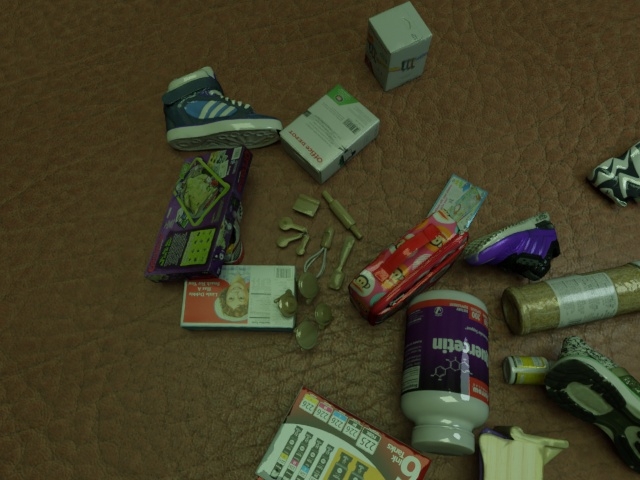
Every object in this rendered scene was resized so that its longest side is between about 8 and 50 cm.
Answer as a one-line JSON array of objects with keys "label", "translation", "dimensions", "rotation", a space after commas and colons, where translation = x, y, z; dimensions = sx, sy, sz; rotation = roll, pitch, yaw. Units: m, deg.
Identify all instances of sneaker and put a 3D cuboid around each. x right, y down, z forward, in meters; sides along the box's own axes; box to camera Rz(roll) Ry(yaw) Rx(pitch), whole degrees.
[{"label": "sneaker", "translation": [0.829, -0.169, 1.346], "dimensions": [0.235, 0.094, 0.153], "rotation": [-28, 75, -8]}, {"label": "sneaker", "translation": [-0.263, -0.373, 1.412], "dimensions": [0.323, 0.130, 0.236], "rotation": [-4, 76, 5]}, {"label": "sneaker", "translation": [0.473, 0.033, 1.244], "dimensions": [0.294, 0.102, 0.146], "rotation": [-18, 82, -30]}, {"label": "sneaker", "translation": [-0.239, -0.052, 1.326], "dimensions": [0.088, 0.092, 0.225], "rotation": [-14, 71, -2]}, {"label": "sneaker", "translation": [0.679, 0.352, 1.150], "dimensions": [0.410, 0.158, 0.182], "rotation": [41, 40, -3]}]

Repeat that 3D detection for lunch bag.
[{"label": "lunch bag", "translation": [0.198, 0.057, 1.194], "dimensions": [0.293, 0.258, 0.120], "rotation": [-38, 72, -9]}]

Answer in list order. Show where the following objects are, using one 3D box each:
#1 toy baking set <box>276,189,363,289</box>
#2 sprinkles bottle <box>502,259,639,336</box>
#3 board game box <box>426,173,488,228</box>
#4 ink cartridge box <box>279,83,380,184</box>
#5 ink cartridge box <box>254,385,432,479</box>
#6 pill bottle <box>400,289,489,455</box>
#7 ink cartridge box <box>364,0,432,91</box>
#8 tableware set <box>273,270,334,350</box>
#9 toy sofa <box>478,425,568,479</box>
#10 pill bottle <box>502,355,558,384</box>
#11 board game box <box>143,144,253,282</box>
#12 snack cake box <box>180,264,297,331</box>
[{"label": "toy baking set", "translation": [0.004, -0.005, 1.342], "dimensions": [0.197, 0.030, 0.256], "rotation": [-41, 75, -8]}, {"label": "sprinkles bottle", "translation": [0.618, 0.134, 1.233], "dimensions": [0.356, 0.121, 0.121], "rotation": [-11, 72, -3]}, {"label": "board game box", "translation": [0.350, -0.084, 1.360], "dimensions": [0.104, 0.026, 0.154], "rotation": [31, 75, 11]}, {"label": "ink cartridge box", "translation": [0.023, -0.281, 1.396], "dimensions": [0.219, 0.092, 0.160], "rotation": [-42, 75, -11]}, {"label": "ink cartridge box", "translation": [0.032, 0.507, 1.116], "dimensions": [0.310, 0.130, 0.271], "rotation": [27, 75, 9]}, {"label": "pill bottle", "translation": [0.268, 0.280, 1.129], "dimensions": [0.182, 0.181, 0.322], "rotation": [8, 59, 4]}, {"label": "ink cartridge box", "translation": [0.207, -0.525, 1.430], "dimensions": [0.127, 0.176, 0.128], "rotation": [-26, 73, -7]}, {"label": "tableware set", "translation": [-0.032, 0.162, 1.224], "dimensions": [0.141, 0.020, 0.168], "rotation": [-37, 104, -42]}, {"label": "toy sofa", "translation": [0.391, 0.572, 1.078], "dimensions": [0.177, 0.150, 0.362], "rotation": [7, 72, 8]}, {"label": "pill bottle", "translation": [0.487, 0.299, 1.210], "dimensions": [0.117, 0.065, 0.065], "rotation": [1, 72, 2]}, {"label": "board game box", "translation": [-0.293, -0.066, 1.281], "dimensions": [0.208, 0.056, 0.346], "rotation": [-3, 60, 27]}, {"label": "snack cake box", "translation": [-0.190, 0.141, 1.263], "dimensions": [0.265, 0.089, 0.152], "rotation": [1, 73, 2]}]
